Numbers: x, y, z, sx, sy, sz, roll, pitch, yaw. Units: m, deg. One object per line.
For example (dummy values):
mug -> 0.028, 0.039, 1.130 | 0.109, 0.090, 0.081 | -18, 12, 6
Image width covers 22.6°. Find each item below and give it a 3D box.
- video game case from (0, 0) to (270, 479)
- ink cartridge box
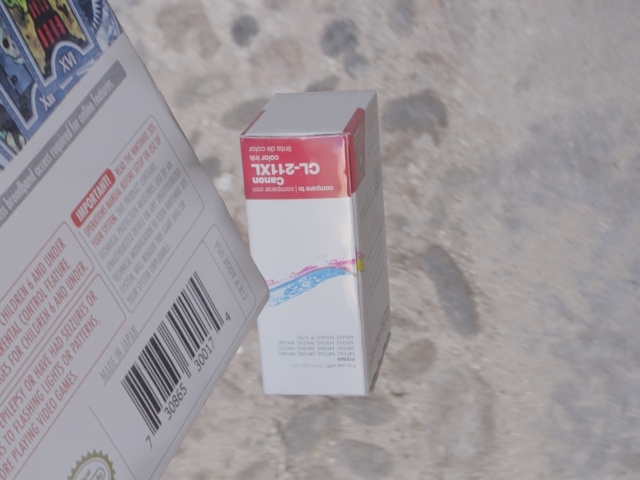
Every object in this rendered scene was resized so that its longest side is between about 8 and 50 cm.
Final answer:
video game case -> -0.111, 0.003, 0.290 | 0.042, 0.232, 0.210 | -11, 122, 33
ink cartridge box -> 0.000, 0.000, 1.051 | 0.072, 0.127, 0.175 | -1, 107, 10
